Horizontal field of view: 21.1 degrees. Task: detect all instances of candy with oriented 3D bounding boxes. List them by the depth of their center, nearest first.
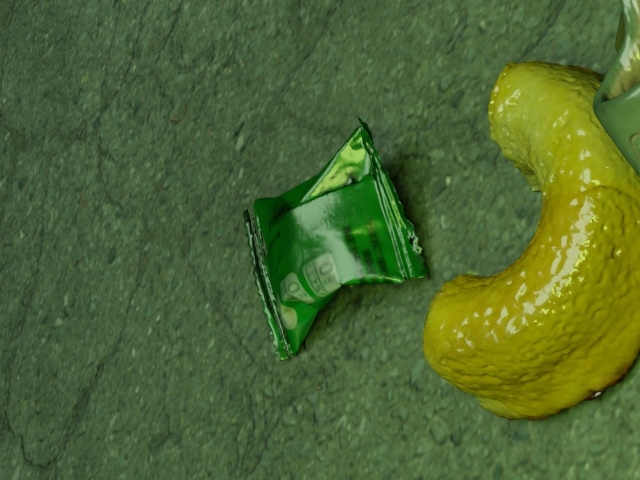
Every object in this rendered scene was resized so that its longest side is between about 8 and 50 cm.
[{"bbox_3d":[-0.003,-0.002,1.415,0.203,0.078,0.141,-37,48,48],"label":"candy"}]

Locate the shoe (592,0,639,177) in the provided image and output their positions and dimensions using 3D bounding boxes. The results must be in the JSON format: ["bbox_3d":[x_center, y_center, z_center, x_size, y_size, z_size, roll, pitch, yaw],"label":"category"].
[{"bbox_3d":[0.223,-0.086,1.055,0.103,0.100,0.251,146,112,-66],"label":"shoe"}]

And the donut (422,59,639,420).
[{"bbox_3d":[0.172,-0.005,1.164,0.152,0.101,0.259,7,77,49],"label":"donut"}]

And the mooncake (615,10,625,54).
[{"bbox_3d":[0.301,-0.116,1.056,0.347,0.057,0.150,49,128,48],"label":"mooncake"}]
